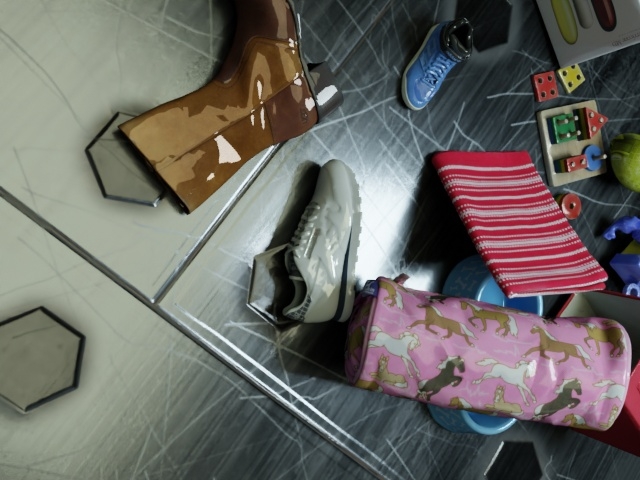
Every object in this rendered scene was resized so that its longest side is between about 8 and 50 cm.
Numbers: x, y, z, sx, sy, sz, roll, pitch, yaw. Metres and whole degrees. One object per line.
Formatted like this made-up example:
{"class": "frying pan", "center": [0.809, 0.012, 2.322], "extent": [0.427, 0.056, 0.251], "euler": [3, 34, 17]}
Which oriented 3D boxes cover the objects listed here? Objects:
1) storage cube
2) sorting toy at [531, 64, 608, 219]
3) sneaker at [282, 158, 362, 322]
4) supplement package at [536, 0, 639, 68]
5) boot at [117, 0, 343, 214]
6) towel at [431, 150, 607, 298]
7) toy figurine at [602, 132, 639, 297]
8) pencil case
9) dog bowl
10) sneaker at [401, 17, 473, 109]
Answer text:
{"class": "storage cube", "center": [0.494, 0.217, 1.170], "extent": [0.183, 0.215, 0.193], "euler": [-47, 116, -18]}
{"class": "sorting toy", "center": [0.449, -0.181, 1.229], "extent": [0.132, 0.046, 0.274], "euler": [-15, 97, -25]}
{"class": "sneaker", "center": [0.000, 0.000, 0.997], "extent": [0.095, 0.090, 0.235], "euler": [3, 88, -16]}
{"class": "supplement package", "center": [0.474, -0.418, 1.150], "extent": [0.149, 0.194, 0.203], "euler": [-27, 99, -23]}
{"class": "boot", "center": [-0.144, -0.215, 0.938], "extent": [0.280, 0.096, 0.264], "euler": [-35, 113, -13]}
{"class": "towel", "center": [0.301, -0.035, 1.082], "extent": [0.199, 0.031, 0.274], "euler": [-3, 52, -26]}
{"class": "toy figurine", "center": [0.596, 0.013, 1.230], "extent": [0.217, 0.191, 0.362], "euler": [-48, 112, -11]}
{"class": "pencil case", "center": [0.230, 0.156, 0.993], "extent": [0.386, 0.160, 0.167], "euler": [12, 97, -2]}
{"class": "dog bowl", "center": [0.269, 0.169, 1.132], "extent": [0.166, 0.074, 0.297], "euler": [14, 84, -25]}
{"class": "sneaker", "center": [0.182, -0.272, 1.076], "extent": [0.058, 0.085, 0.152], "euler": [33, 77, -23]}
